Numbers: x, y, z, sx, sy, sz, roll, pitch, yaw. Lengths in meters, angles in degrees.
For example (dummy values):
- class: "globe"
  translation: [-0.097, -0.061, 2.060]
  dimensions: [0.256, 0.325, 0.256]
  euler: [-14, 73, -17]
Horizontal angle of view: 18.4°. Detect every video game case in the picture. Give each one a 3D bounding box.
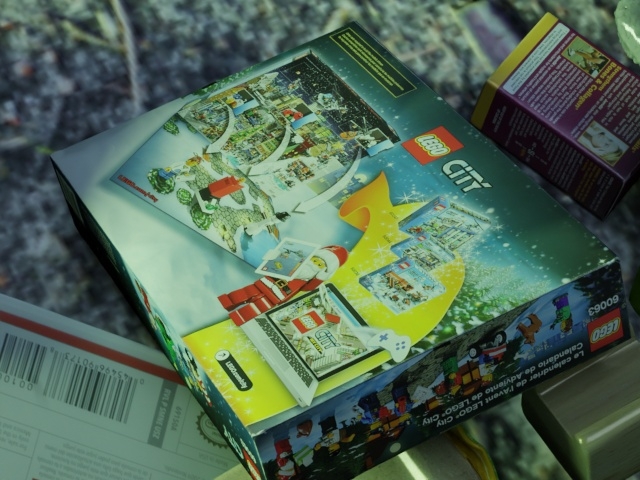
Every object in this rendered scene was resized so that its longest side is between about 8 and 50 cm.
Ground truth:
- class: "video game case"
  translation: [-0.082, 0.180, 0.784]
  dimensions: [0.204, 0.025, 0.285]
  euler: [22, 62, -17]

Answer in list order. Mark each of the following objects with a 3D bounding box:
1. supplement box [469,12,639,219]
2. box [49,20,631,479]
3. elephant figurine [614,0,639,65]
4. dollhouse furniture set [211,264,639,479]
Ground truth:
- class: "supplement box"
  translation: [0.123, -0.060, 0.949]
  dimensions: [0.083, 0.043, 0.055]
  euler: [38, 65, 11]
- class: "box"
  translation: [0.000, 0.000, 0.830]
  dimensions: [0.159, 0.044, 0.233]
  euler: [-24, 38, -13]
- class: "elephant figurine"
  translation: [0.276, -0.036, 0.918]
  dimensions: [0.239, 0.186, 0.169]
  euler: [-23, 36, -29]
- class: "dollhouse furniture set"
  translation: [0.086, 0.157, 0.808]
  dimensions: [0.301, 0.151, 0.197]
  euler: [-29, 57, -12]
